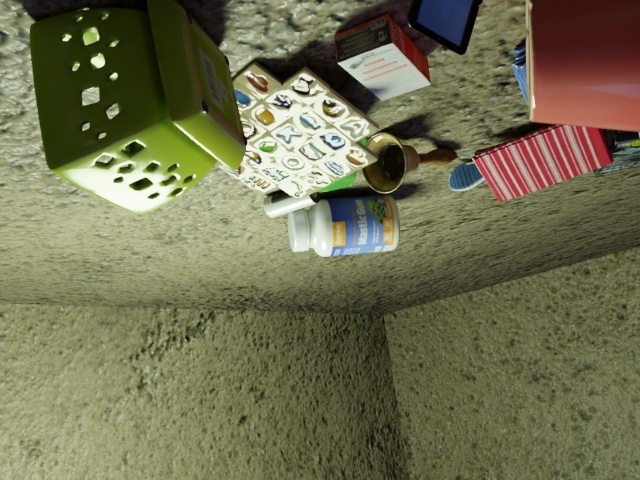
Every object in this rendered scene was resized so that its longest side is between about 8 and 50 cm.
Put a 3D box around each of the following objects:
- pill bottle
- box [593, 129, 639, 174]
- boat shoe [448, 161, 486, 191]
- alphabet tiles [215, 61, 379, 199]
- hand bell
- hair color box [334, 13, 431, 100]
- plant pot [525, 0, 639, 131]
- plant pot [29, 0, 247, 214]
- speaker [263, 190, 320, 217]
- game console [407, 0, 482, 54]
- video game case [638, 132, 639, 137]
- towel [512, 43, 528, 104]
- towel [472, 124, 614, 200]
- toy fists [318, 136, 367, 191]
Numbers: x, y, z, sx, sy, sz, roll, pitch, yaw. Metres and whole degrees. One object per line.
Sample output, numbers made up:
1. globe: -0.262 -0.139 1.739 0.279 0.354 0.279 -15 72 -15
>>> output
1. pill bottle: 0.057 -0.037 1.780 0.272 0.152 0.152 -5 165 -11
2. box: 0.789 -0.237 1.591 0.270 0.060 0.216 -10 164 8
3. boat shoe: 0.395 -0.163 1.652 0.066 0.066 0.183 4 161 -41
4. alphabet tiles: -0.073 -0.183 1.229 0.285 0.011 0.343 33 144 -29
5. hand bell: 0.216 -0.179 1.495 0.242 0.126 0.126 -12 171 -42
6. hair color box: 0.102 -0.285 1.082 0.093 0.053 0.167 -14 165 26
7. plant pot: 0.412 -0.268 0.945 0.243 0.274 0.275 -2 167 15
8. plant pot: -0.237 -0.190 0.951 0.207 0.228 0.227 -17 163 12
9. speaker: -0.072 -0.098 1.678 0.136 0.055 0.055 -16 163 30
10. game console: 0.197 -0.327 0.908 0.124 0.085 0.144 -20 161 40
11. video game case: 0.732 -0.239 1.329 0.212 0.193 0.023 -15 133 27
12. towel: 0.512 -0.320 1.184 0.336 0.040 0.243 -14 165 20
13. towel: 0.501 -0.187 1.535 0.275 0.031 0.199 -20 141 24
14. toy fists: 0.000 -0.174 1.368 0.142 0.096 0.279 -13 164 -10
